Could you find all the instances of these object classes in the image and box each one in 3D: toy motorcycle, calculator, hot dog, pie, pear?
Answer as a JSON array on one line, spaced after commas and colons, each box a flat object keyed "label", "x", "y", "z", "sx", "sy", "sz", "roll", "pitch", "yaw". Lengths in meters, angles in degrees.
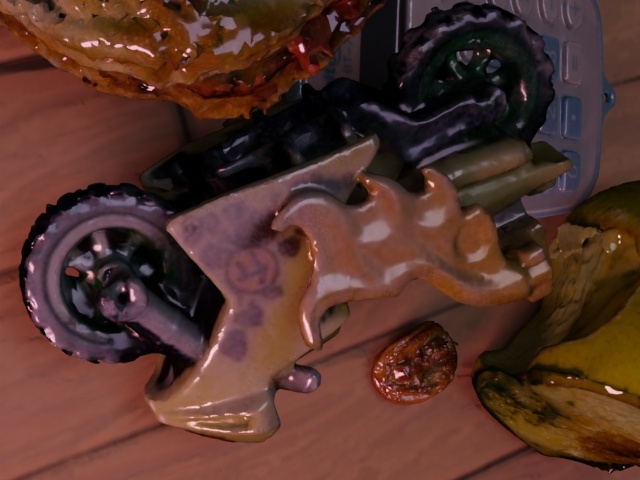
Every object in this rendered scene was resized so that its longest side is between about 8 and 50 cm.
[{"label": "toy motorcycle", "x": 0.000, "y": 0.000, "z": 1.060, "sx": 0.410, "sy": 0.169, "sz": 0.237, "roll": -28, "pitch": 119, "yaw": -5}, {"label": "calculator", "x": 0.112, "y": -0.145, "z": 1.251, "sx": 0.386, "sy": 0.054, "sz": 0.256, "roll": 5, "pitch": 84, "yaw": -34}, {"label": "hot dog", "x": 0.081, "y": 0.102, "z": 1.224, "sx": 0.083, "sy": 0.035, "sz": 0.058, "roll": -32, "pitch": 100, "yaw": -30}, {"label": "pie", "x": -0.096, "y": -0.303, "z": 0.972, "sx": 0.395, "sy": 0.180, "sz": 0.418, "roll": 23, "pitch": 80, "yaw": 4}, {"label": "pear", "x": 0.274, "y": 0.056, "z": 1.232, "sx": 0.164, "sy": 0.238, "sz": 0.255, "roll": 38, "pitch": 69, "yaw": -20}]
